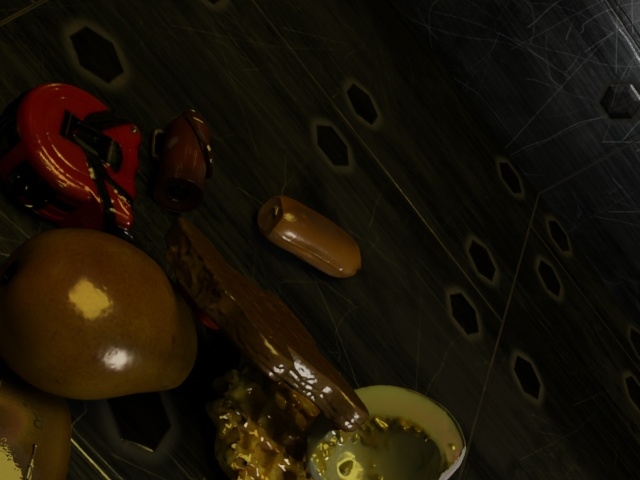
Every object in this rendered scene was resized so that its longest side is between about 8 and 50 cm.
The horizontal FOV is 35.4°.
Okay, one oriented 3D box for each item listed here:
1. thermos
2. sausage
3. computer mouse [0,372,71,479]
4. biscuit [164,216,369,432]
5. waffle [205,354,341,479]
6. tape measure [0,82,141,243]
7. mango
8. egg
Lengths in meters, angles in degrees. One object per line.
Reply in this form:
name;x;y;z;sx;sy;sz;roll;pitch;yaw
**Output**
thermos;-0.266;-0.169;1.931;0.124;0.099;0.232;5;49;-7
sausage;0.000;0.006;2.144;0.328;0.112;0.112;31;42;-41
computer mouse;-0.410;0.295;1.380;0.126;0.056;0.245;34;41;-34
biscuit;-0.105;0.141;1.637;0.368;0.076;0.394;48;3;39
waffle;-0.047;0.379;1.778;0.379;0.095;0.382;8;61;-51
tape measure;-0.415;-0.136;1.670;0.260;0.114;0.253;33;40;-35
mango;-0.324;0.116;1.499;0.378;0.221;0.264;31;30;-53
egg;0.111;0.375;1.738;0.206;0.271;0.162;-88;174;-53
